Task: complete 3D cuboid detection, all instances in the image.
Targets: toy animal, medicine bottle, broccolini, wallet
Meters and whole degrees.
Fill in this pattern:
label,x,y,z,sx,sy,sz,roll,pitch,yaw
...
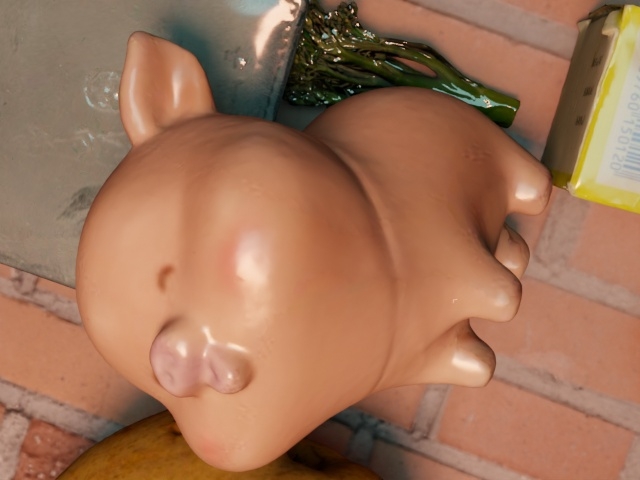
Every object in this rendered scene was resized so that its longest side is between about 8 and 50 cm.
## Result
label,x,y,z,sx,sy,sz,roll,pitch,yaw
toy animal,0.000,0.000,0.592,0.269,0.326,0.237,17,122,17
medicine bottle,0.296,-0.071,0.642,0.250,0.137,0.141,16,96,2
broccolini,0.052,-0.126,0.707,0.203,0.068,0.091,17,109,-13
wallet,-0.159,-0.089,0.693,0.251,0.054,0.290,21,109,3

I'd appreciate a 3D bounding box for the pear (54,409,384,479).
label,x,y,z,sx,sy,sz,roll,pitch,yaw
pear,-0.081,0.270,0.628,0.314,0.314,0.314,0,96,4
